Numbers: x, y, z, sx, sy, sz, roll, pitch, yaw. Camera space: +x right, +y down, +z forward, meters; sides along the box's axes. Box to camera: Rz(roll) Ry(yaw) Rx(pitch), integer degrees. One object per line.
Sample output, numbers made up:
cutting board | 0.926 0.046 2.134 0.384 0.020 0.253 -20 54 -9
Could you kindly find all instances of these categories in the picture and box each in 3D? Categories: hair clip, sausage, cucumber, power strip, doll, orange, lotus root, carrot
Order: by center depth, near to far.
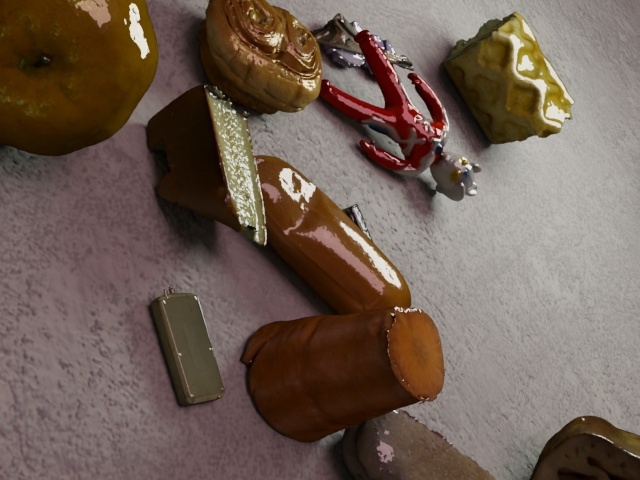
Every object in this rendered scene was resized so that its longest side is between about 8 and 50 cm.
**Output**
orange | -0.343 -0.246 1.364 0.279 0.279 0.235 45 11 -19
power strip | -0.183 0.141 1.483 0.076 0.028 0.169 -2 70 -49
carrot | 0.042 0.169 1.542 0.196 0.254 0.196 26 53 -39
sausage | -0.003 0.001 1.713 0.354 0.116 0.134 46 53 -13
cucumber | 0.082 0.042 1.835 0.215 0.052 0.058 66 9 4
lotus root | 0.501 0.459 1.907 0.316 0.316 0.250 59 19 -1
doll | 0.163 -0.209 2.037 0.384 0.099 0.188 41 76 -23
hair clip | 0.084 -0.374 2.093 0.292 0.084 0.106 14 51 -50

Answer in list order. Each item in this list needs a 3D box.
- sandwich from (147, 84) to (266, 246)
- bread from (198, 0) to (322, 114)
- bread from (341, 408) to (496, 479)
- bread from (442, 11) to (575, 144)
sandwich | -0.158 -0.091 1.586 0.122 0.128 0.236 21 49 -48
bread | -0.100 -0.310 1.800 0.236 0.120 0.198 23 49 -38
bread | 0.159 0.396 1.652 0.337 0.102 0.183 37 47 -30
bread | 0.405 -0.344 2.338 0.196 0.238 0.252 -39 106 -17
